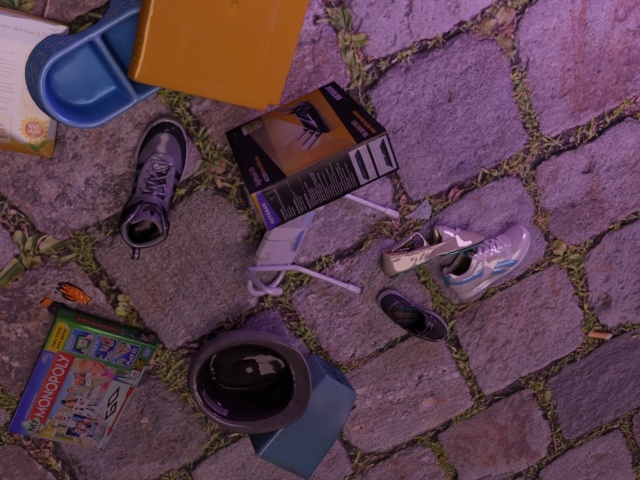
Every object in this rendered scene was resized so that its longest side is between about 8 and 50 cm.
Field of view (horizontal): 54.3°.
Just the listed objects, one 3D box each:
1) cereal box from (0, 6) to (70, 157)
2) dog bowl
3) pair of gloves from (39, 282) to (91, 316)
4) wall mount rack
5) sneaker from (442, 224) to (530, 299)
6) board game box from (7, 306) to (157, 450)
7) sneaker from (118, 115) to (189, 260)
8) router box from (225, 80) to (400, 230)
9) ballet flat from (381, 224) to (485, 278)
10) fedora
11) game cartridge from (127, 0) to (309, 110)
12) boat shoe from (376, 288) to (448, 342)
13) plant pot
[{"bbox_3d":[-0.538,-0.275,1.078,0.173,0.047,0.240,9,111,-21],"label":"cereal box"},{"bbox_3d":[-0.355,-0.303,1.071,0.297,0.074,0.165,-34,127,-8],"label":"dog bowl"},{"bbox_3d":[-0.531,0.128,1.299,0.083,0.010,0.074,-43,118,9],"label":"pair of gloves"},{"bbox_3d":[0.000,0.000,1.324,0.304,0.130,0.349,1,121,-52],"label":"wall mount rack"},{"bbox_3d":[0.392,0.040,1.464,0.229,0.087,0.092,-41,122,6],"label":"sneaker"},{"bbox_3d":[-0.521,0.312,1.366,0.214,0.046,0.317,21,110,-24],"label":"board game box"},{"bbox_3d":[-0.310,-0.092,1.170,0.101,0.153,0.268,15,111,-22],"label":"sneaker"},{"bbox_3d":[-0.029,-0.165,1.123,0.243,0.308,0.081,-26,122,-2],"label":"router box"},{"bbox_3d":[0.252,0.010,1.421,0.249,0.086,0.086,-21,119,-3],"label":"ballet flat"},{"bbox_3d":[-0.153,0.301,1.403,0.276,0.124,0.243,-11,101,5],"label":"fedora"},{"bbox_3d":[-0.157,-0.402,1.065,0.286,0.053,0.323,6,111,-37],"label":"game cartridge"},{"bbox_3d":[0.232,0.195,1.502,0.228,0.076,0.080,38,101,-27],"label":"boat shoe"},{"bbox_3d":[-0.040,0.402,1.484,0.166,0.165,0.234,36,95,-29],"label":"plant pot"}]
